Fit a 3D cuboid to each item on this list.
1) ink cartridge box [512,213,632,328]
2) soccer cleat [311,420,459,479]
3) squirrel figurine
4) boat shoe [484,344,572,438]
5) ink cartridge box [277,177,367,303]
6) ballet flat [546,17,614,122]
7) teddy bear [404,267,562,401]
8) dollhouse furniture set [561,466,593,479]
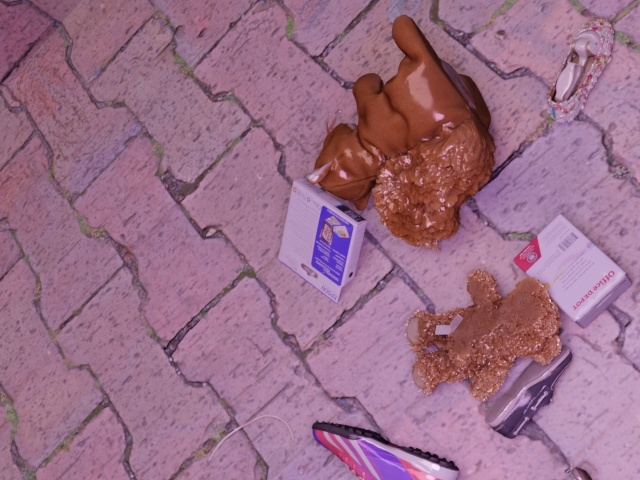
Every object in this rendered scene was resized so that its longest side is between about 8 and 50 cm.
[{"bbox_3d":[0.469,0.058,1.639,0.127,0.072,0.175,-45,56,9],"label":"ink cartridge box"},{"bbox_3d":[0.108,0.436,1.698,0.318,0.108,0.116,14,84,31],"label":"soccer cleat"},{"bbox_3d":[0.156,-0.174,1.798,0.370,0.281,0.397,-35,56,23],"label":"squirrel figurine"},{"bbox_3d":[0.395,0.280,1.623,0.065,0.075,0.206,44,92,-9],"label":"boat shoe"},{"bbox_3d":[0.000,0.000,1.926,0.206,0.045,0.208,36,126,34],"label":"ink cartridge box"},{"bbox_3d":[0.520,-0.349,1.757,0.091,0.077,0.241,18,81,35],"label":"ballet flat"},{"bbox_3d":[0.306,0.184,1.680,0.338,0.113,0.245,-38,47,23],"label":"teddy bear"},{"bbox_3d":[0.399,0.527,1.454,0.212,0.161,0.242,-39,57,13],"label":"dollhouse furniture set"}]
